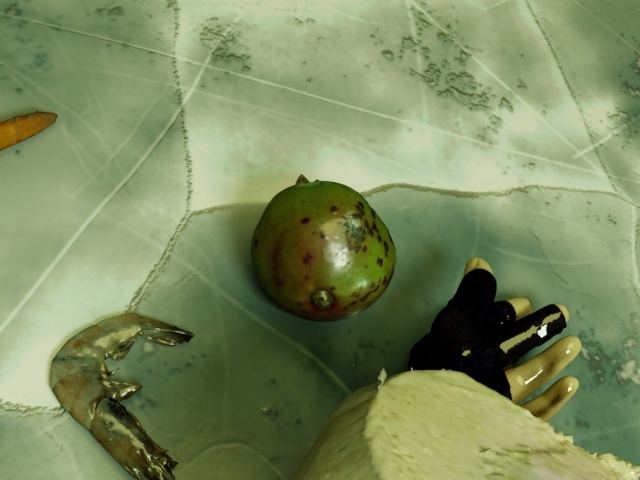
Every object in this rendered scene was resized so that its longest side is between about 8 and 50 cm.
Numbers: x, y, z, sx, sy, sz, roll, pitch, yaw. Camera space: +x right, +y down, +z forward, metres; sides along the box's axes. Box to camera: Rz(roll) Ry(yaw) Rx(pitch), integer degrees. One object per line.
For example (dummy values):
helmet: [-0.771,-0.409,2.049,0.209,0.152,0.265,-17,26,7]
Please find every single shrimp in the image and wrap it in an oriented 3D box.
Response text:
shrimp: [-0.169,0.154,0.881,0.195,0.035,0.148,45,54,9]

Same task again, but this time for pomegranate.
pomegranate: [0.000,0.000,0.973,0.159,0.159,0.205,7,35,-17]

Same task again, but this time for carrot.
carrot: [-0.389,-0.093,0.924,0.061,0.061,0.257,46,53,8]

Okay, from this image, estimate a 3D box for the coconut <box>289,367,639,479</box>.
coconut: [0.098,0.332,0.675,0.405,0.404,0.404,10,59,-16]

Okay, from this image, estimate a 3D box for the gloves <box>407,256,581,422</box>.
gloves: [0.179,0.130,0.957,0.301,0.152,0.197,-28,101,-43]
